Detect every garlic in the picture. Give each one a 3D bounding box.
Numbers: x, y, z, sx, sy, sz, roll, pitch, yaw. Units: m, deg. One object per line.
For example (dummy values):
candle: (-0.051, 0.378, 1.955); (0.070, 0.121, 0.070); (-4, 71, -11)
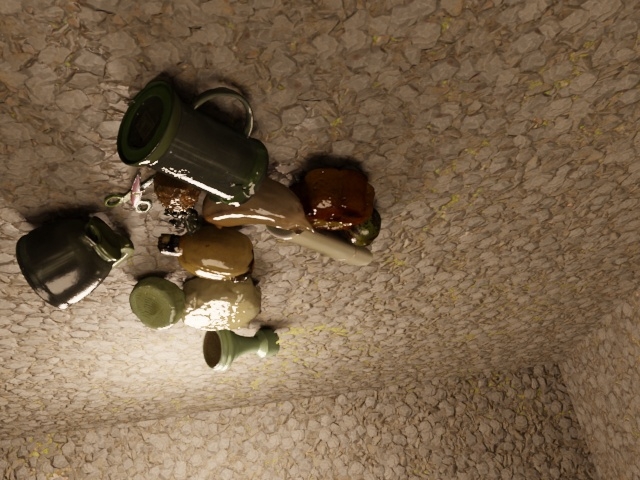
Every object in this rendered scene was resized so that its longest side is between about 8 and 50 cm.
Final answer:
garlic: (-0.161, -0.095, 1.657); (0.339, 0.151, 0.196); (4, 148, 14)

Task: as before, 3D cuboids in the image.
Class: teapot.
teapot: (-0.677, 0.063, 1.758); (0.240, 0.239, 0.321); (-27, 142, 4)
teapot: (-0.265, -0.233, 1.436); (0.337, 0.200, 0.270); (24, 109, -46)

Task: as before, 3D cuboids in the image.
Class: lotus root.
lotus root: (-0.348, 0.033, 1.861); (0.310, 0.182, 0.183); (11, 144, -27)

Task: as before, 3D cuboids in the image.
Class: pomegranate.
pomegranate: (0.113, -0.046, 1.905); (0.163, 0.125, 0.138); (2, 159, -17)

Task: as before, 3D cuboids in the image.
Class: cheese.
cheese: (-0.362, 0.232, 2.247); (0.318, 0.115, 0.326); (-21, 149, 19)

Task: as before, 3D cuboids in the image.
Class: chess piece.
chess piece: (-0.324, 0.439, 2.558); (0.299, 0.194, 0.194); (2, 149, -37)

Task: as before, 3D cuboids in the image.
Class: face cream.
face cream: (0.000, 0.000, 1.947); (0.349, 0.081, 0.174); (22, 176, -43)

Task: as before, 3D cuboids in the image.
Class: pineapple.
pineapple: (-0.378, -0.106, 1.661); (0.128, 0.128, 0.248); (-6, 151, -7)

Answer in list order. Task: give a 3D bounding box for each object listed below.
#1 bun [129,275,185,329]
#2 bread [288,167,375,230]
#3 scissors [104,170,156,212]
bun: (-0.563, 0.211, 2.118); (0.196, 0.118, 0.195); (5, 112, 12)
bread: (0.033, -0.116, 1.755); (0.247, 0.135, 0.232); (9, 158, -33)
scissors: (-0.506, -0.132, 1.678); (0.134, 0.019, 0.187); (9, 147, -35)
